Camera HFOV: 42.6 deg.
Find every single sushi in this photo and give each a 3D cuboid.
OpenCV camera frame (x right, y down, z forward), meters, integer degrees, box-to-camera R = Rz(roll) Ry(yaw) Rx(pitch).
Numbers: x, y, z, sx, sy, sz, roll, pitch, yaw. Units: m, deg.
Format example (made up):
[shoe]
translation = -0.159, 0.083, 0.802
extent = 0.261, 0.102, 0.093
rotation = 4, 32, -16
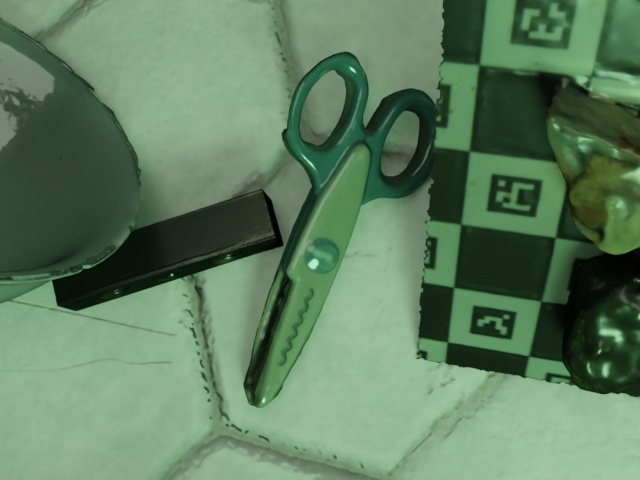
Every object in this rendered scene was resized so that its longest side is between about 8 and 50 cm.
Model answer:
[sushi]
translation = 0.229, 0.010, 0.487
extent = 0.342, 0.359, 0.064
rotation = 9, 45, 12

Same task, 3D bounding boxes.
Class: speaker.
[speaker]
translation = -0.130, 0.009, 0.688
extent = 0.191, 0.040, 0.046
rotation = -18, 77, 5

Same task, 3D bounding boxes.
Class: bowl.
[bowl]
translation = -0.326, -0.050, 0.626
extent = 0.345, 0.345, 0.157
rotation = 47, 118, 13

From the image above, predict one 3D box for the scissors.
[scissors]
translation = 0.000, 0.000, 0.658
extent = 0.138, 0.041, 0.289
rotation = 21, 94, -28
